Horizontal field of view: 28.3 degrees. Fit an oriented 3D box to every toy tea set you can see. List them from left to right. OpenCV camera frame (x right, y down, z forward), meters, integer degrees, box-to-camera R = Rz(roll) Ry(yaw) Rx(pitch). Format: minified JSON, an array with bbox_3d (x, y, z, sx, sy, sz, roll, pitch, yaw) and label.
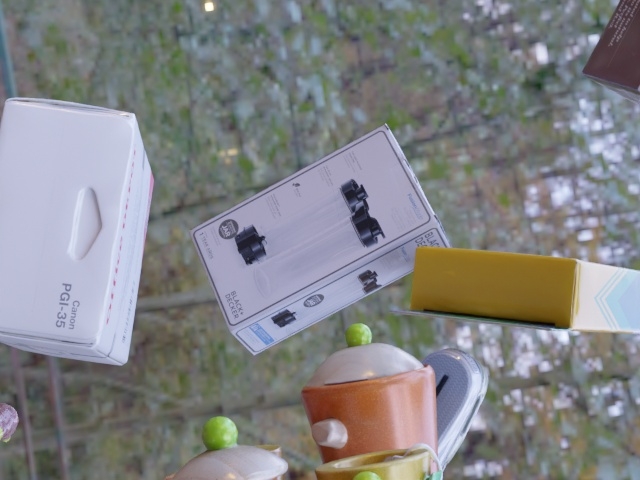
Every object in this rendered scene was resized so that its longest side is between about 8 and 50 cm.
[{"bbox_3d":[-0.017,0.125,0.802,0.336,0.200,0.124,65,15,-87],"label":"toy tea set"}]

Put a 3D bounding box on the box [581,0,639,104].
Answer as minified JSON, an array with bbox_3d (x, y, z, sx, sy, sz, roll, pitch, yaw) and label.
[{"bbox_3d":[0.380,-0.167,1.121,0.168,0.203,0.167,-63,-164,8],"label":"box"}]

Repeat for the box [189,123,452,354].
[{"bbox_3d":[0.000,0.000,1.596,0.169,0.290,0.087,63,5,31],"label":"box"}]

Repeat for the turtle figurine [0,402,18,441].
[{"bbox_3d":[-0.425,0.234,1.335,0.217,0.269,0.087,-68,171,-57],"label":"turtle figurine"}]

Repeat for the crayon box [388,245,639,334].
[{"bbox_3d":[0.248,0.060,1.506,0.323,0.203,0.083,7,88,-58],"label":"crayon box"}]

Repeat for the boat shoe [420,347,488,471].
[{"bbox_3d":[0.102,0.262,1.467,0.109,0.302,0.094,40,11,32],"label":"boat shoe"}]

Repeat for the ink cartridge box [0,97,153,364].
[{"bbox_3d":[-0.232,0.001,1.183,0.283,0.117,0.207,114,-15,-81],"label":"ink cartridge box"}]
